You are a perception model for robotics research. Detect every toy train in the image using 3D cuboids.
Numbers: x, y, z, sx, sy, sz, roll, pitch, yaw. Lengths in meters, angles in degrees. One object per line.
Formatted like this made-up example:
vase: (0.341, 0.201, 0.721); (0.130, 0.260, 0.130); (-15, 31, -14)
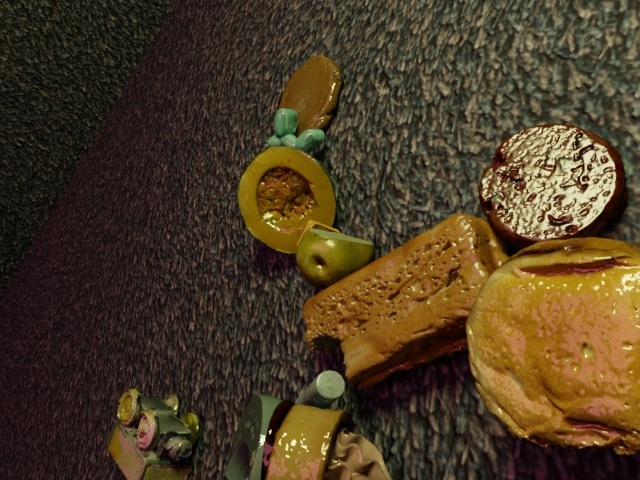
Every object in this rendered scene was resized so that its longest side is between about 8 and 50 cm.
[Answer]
toy train: (-0.377, 0.441, 1.310); (0.261, 0.134, 0.178); (18, 87, 53)

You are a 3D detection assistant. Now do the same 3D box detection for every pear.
pear: (0.023, 0.039, 1.034); (0.141, 0.141, 0.104); (23, 106, 53)

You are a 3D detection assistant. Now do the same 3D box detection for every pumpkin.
pumpkin: (-0.055, -0.094, 1.194); (0.217, 0.217, 0.110); (-41, 4, 31)

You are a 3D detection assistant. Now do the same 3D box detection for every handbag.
handbag: (0.000, 0.000, 1.114); (0.027, 0.083, 0.061); (41, 108, 52)

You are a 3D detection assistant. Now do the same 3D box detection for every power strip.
power strip: (-0.106, 0.353, 1.024); (0.253, 0.054, 0.168); (136, 148, -63)

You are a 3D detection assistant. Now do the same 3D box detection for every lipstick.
lipstick: (-0.004, 0.258, 0.967); (0.158, 0.048, 0.048); (119, 153, -57)

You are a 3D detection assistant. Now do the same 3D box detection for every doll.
doll: (-0.057, -0.185, 1.266); (0.159, 0.059, 0.159); (45, 125, 22)

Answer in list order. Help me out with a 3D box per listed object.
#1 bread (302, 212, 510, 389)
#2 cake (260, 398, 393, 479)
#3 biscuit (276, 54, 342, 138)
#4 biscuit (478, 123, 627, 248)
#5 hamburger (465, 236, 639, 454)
bread: (0.121, 0.113, 0.896); (0.380, 0.109, 0.185); (-33, 56, 39)
cake: (0.018, 0.337, 0.863); (0.178, 0.185, 0.208); (-2, 64, 12)
biscuit: (-0.027, -0.315, 1.336); (0.226, 0.042, 0.226); (-26, 54, 42)
biscuit: (0.306, -0.074, 0.786); (0.192, 0.049, 0.192); (-14, 61, 27)
hamburger: (0.295, 0.109, 0.645); (0.244, 0.163, 0.245); (-15, 67, 41)
